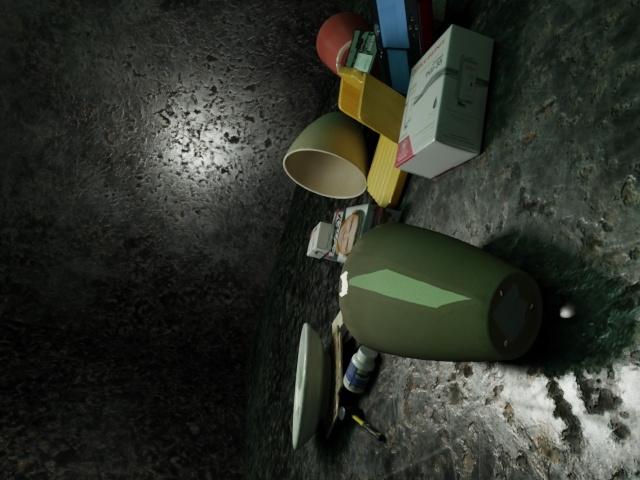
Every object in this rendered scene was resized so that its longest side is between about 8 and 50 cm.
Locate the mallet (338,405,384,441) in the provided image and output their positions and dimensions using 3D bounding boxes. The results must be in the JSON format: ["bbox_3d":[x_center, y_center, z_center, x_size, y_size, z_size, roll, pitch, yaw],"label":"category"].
[{"bbox_3d":[0.102,0.474,1.106,0.189,0.062,0.039,167,115,-75],"label":"mallet"}]

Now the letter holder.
[{"bbox_3d":[0.206,-0.622,1.657,0.152,0.214,0.302,35,114,42],"label":"letter holder"}]

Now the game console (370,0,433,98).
[{"bbox_3d":[0.238,-0.584,1.277,0.387,0.060,0.343,-113,13,-63],"label":"game console"}]

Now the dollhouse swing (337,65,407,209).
[{"bbox_3d":[0.139,-0.315,1.325,0.305,0.314,0.347,-59,19,17],"label":"dollhouse swing"}]

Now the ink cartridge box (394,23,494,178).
[{"bbox_3d":[0.288,-0.317,1.014,0.207,0.117,0.284,153,130,-73],"label":"ink cartridge box"}]

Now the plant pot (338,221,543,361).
[{"bbox_3d":[0.209,0.100,0.721,0.274,0.256,0.257,7,83,61],"label":"plant pot"}]

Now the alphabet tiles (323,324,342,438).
[{"bbox_3d":[0.038,0.450,1.364,0.343,0.011,0.285,101,173,-49],"label":"alphabet tiles"}]

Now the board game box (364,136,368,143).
[{"bbox_3d":[0.132,-0.388,1.858,0.194,0.060,0.194,-99,26,-60],"label":"board game box"}]

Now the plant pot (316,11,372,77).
[{"bbox_3d":[0.138,-0.851,1.919,0.243,0.274,0.275,-107,31,-46],"label":"plant pot"}]

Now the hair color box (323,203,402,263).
[{"bbox_3d":[0.123,-0.010,1.398,0.374,0.113,0.186,-175,98,-76],"label":"hair color box"}]

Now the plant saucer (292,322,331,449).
[{"bbox_3d":[-0.027,0.483,1.429,0.400,0.100,0.401,-174,90,-86],"label":"plant saucer"}]

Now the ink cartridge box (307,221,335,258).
[{"bbox_3d":[0.000,0.000,1.534,0.135,0.056,0.100,135,147,-69],"label":"ink cartridge box"}]

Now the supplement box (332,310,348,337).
[{"bbox_3d":[0.073,0.288,1.468,0.062,0.036,0.099,-89,18,-45],"label":"supplement box"}]

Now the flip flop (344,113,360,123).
[{"bbox_3d":[0.164,-0.574,1.852,0.080,0.112,0.277,-17,41,32],"label":"flip flop"}]

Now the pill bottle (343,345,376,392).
[{"bbox_3d":[0.111,0.354,1.179,0.067,0.066,0.120,-106,32,-65],"label":"pill bottle"}]

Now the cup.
[{"bbox_3d":[0.049,-0.346,1.646,0.331,0.330,0.237,137,153,-67],"label":"cup"}]

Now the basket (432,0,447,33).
[{"bbox_3d":[0.321,-0.723,1.319,0.113,0.103,0.168,151,132,-72],"label":"basket"}]
